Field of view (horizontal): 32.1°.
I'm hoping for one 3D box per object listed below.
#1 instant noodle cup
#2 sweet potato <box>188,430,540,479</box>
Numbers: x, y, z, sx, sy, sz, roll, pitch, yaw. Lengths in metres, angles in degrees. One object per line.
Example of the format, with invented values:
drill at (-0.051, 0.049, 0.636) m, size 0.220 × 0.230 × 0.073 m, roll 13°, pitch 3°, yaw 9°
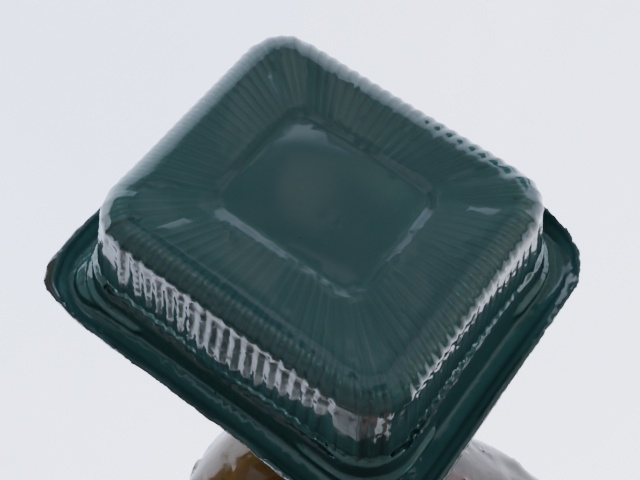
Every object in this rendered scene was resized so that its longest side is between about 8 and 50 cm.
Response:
instant noodle cup at (0.000, 0.000, 0.432) m, size 0.179 × 0.070 × 0.157 m, roll 33°, pitch -114°, yaw 16°
sweet potato at (0.072, 0.143, 0.531) m, size 0.292 × 0.097 × 0.097 m, roll 22°, pitch -72°, yaw -17°
